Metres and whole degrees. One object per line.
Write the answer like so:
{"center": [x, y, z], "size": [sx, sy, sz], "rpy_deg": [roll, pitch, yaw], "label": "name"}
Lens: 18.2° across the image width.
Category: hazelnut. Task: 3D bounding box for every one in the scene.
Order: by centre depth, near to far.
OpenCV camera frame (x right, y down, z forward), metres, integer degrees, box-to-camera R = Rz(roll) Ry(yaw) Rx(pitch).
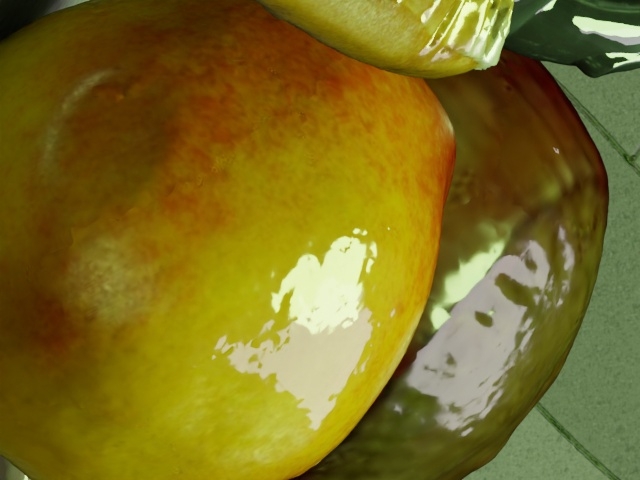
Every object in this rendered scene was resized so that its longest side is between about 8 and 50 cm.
{"center": [0.000, 0.000, 1.466], "size": [0.421, 0.421, 0.353], "rpy_deg": [-56, -178, 25], "label": "hazelnut"}

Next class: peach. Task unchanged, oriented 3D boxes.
{"center": [-0.075, -0.010, 1.103], "size": [0.308, 0.289, 0.289], "rpy_deg": [-35, 180, 4], "label": "peach"}

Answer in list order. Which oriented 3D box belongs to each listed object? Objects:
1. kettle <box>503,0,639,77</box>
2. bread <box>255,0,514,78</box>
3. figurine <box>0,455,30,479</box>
{"center": [0.117, -0.234, 1.108], "size": [0.207, 0.268, 0.290], "rpy_deg": [-30, -133, 59], "label": "kettle"}
{"center": [-0.019, -0.162, 0.880], "size": [0.288, 0.152, 0.119], "rpy_deg": [16, 101, -59], "label": "bread"}
{"center": [-0.232, 0.113, 1.451], "size": [0.186, 0.176, 0.287], "rpy_deg": [-41, 161, -33], "label": "figurine"}
